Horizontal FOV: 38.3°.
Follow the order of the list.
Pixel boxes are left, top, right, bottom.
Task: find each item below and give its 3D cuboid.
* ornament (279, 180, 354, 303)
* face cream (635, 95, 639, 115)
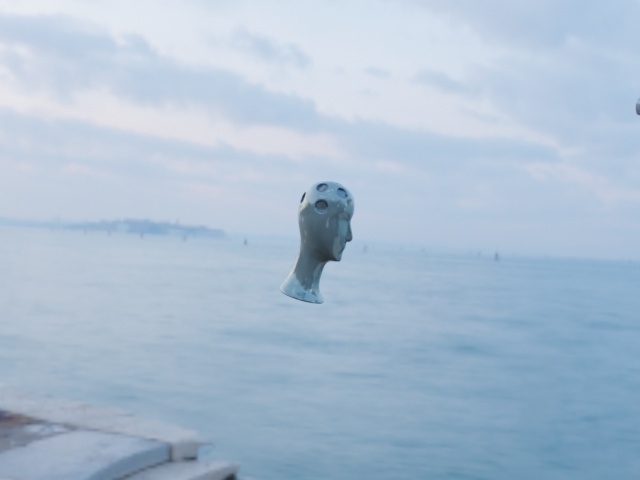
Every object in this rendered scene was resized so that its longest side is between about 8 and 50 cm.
[{"bbox_3d":[0.000,0.000,1.190,0.081,0.156,0.075,21,10,19],"label":"ornament"},{"bbox_3d":[0.618,-0.207,1.460,0.229,0.075,0.075,12,6,37],"label":"face cream"}]
